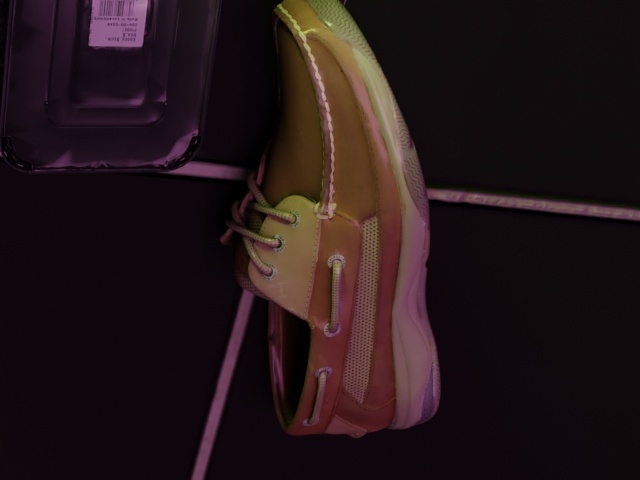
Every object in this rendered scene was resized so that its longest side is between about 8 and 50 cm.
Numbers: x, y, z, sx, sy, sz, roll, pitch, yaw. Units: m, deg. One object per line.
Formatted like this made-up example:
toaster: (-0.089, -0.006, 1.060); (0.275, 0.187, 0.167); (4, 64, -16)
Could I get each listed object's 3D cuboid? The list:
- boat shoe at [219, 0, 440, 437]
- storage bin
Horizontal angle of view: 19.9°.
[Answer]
boat shoe: (0.000, 0.000, 1.164); (0.116, 0.123, 0.324); (-16, 120, -12)
storage bin: (-0.128, -0.137, 1.054); (0.122, 0.084, 0.180); (-2, 118, -22)
